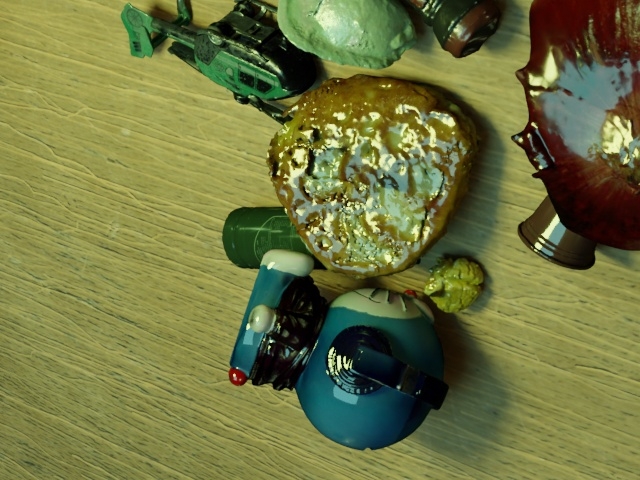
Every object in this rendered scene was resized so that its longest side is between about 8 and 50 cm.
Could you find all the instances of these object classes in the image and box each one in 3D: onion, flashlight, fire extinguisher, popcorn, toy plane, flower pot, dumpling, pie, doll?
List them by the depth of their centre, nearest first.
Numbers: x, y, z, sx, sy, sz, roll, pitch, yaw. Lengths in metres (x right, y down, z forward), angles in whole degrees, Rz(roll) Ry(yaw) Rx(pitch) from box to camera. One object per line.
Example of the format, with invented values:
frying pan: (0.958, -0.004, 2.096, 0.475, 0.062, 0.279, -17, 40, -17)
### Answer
onion: (0.375, -0.156, 1.708, 0.341, 0.341, 0.341, 20, 125, 32)
flower pot: (0.316, -0.029, 1.969, 0.111, 0.111, 0.089, 35, 118, 22)
flashlight: (0.122, -0.332, 1.973, 0.232, 0.093, 0.093, 44, 135, 14)
dumpling: (0.024, -0.310, 2.026, 0.216, 0.149, 0.105, 52, 125, 14)
pie: (0.068, -0.084, 2.101, 0.308, 0.085, 0.308, 4, 101, 20)
popcorn: (0.177, 0.063, 2.151, 0.084, 0.084, 0.084, 20, 125, 32)
doll: (0.034, 0.163, 2.206, 0.310, 0.240, 0.284, 20, 173, -1)
toy plane: (-0.140, -0.267, 2.233, 0.382, 0.106, 0.155, 24, 139, 23)
fire extinguisher: (0.000, 0.000, 2.261, 0.311, 0.095, 0.114, -2, 130, 43)
